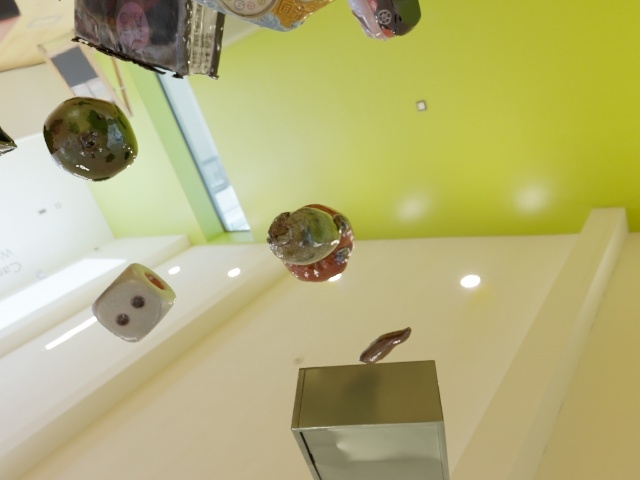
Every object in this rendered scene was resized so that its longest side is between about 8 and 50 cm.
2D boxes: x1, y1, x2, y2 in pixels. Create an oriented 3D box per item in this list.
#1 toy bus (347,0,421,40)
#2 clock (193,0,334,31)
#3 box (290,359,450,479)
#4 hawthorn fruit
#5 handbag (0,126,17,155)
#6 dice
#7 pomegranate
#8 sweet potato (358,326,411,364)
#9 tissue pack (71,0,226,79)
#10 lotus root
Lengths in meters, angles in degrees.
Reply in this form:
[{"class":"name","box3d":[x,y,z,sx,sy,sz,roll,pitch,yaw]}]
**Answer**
[{"class":"toy bus","box3d":[0.135,-0.667,1.195,0.127,0.302,0.147,-46,-153,-25]},{"class":"clock","box3d":[-0.065,-0.313,0.495,0.231,0.144,0.103,9,-139,-25]},{"class":"box","box3d":[0.092,0.316,0.780,0.225,0.224,0.117,-7,-143,10]},{"class":"hawthorn fruit","box3d":[0.000,0.000,1.241,0.208,0.207,0.243,-15,-173,13]},{"class":"handbag","box3d":[-0.851,-0.174,0.966,0.304,0.121,0.329,-31,-166,-2]},{"class":"dice","box3d":[-0.597,0.197,1.499,0.192,0.194,0.193,-46,-164,-3]},{"class":"pomegranate","box3d":[-0.500,-0.221,1.026,0.187,0.186,0.225,-24,-163,-14]},{"class":"sweet potato","box3d":[0.238,0.372,1.678,0.244,0.077,0.077,-43,-172,25]},{"class":"tissue pack","box3d":[-0.247,-0.450,0.687,0.260,0.361,0.122,27,-151,21]},{"class":"lotus root","box3d":[-0.017,-0.007,0.684,0.088,0.088,0.165,-7,-176,33]}]
